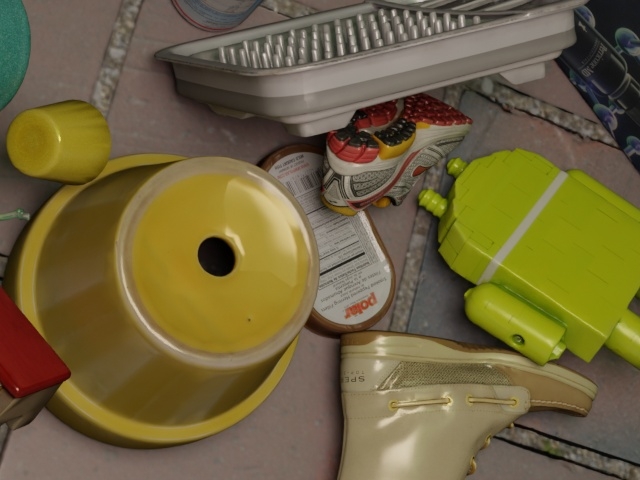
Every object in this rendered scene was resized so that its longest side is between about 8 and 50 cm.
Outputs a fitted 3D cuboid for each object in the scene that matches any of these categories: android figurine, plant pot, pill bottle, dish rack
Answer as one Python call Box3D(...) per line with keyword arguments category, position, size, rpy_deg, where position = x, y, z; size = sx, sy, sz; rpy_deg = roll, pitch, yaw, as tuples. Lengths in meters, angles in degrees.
Box3D(category="android figurine", position=(0.222, 0.012, 1.362), size=(0.273, 0.056, 0.248), rpy_deg=(33, 46, 9))
Box3D(category="plant pot", position=(-0.116, 0.037, 1.167), size=(0.254, 0.239, 0.254), rpy_deg=(5, 76, -21))
Box3D(category="pill bottle", position=(-0.077, -0.253, 1.285), size=(0.087, 0.160, 0.087), rpy_deg=(5, 77, -21))
Box3D(category="dish rack", position=(0.045, -0.163, 1.270), size=(0.333, 0.285, 0.072), rpy_deg=(-16, 108, -24))

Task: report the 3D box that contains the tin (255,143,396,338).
Box3D(category="tin", position=(0.000, 0.000, 1.332), size=(0.106, 0.040, 0.189), rpy_deg=(-26, 89, -20))

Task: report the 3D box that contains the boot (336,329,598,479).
Box3D(category="boot", position=(0.130, 0.198, 1.309), size=(0.262, 0.095, 0.203), rpy_deg=(12, 78, -24))

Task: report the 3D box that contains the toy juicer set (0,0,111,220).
Box3D(category="toy juicer set", position=(-0.326, -0.142, 1.180), size=(0.329, 0.209, 0.089), rpy_deg=(56, 22, 11))

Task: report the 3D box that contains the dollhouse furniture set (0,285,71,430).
Box3D(category="dollhouse furniture set", position=(-0.351, -0.020, 1.038), size=(0.374, 0.152, 0.201), rpy_deg=(47, 28, 13))

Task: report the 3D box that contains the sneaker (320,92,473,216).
Box3D(category="sneaker", position=(0.064, -0.085, 1.329), size=(0.088, 0.092, 0.225), rpy_deg=(30, 30, 24))

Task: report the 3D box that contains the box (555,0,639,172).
Box3D(category="box", position=(0.361, -0.278, 1.393), size=(0.212, 0.293, 0.395), rpy_deg=(-40, 94, -23))
